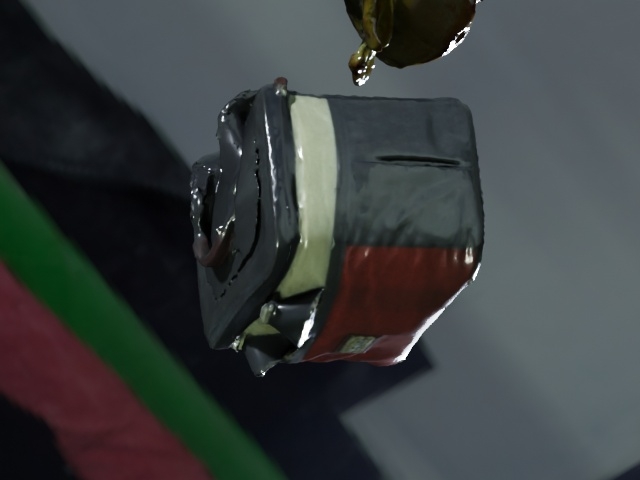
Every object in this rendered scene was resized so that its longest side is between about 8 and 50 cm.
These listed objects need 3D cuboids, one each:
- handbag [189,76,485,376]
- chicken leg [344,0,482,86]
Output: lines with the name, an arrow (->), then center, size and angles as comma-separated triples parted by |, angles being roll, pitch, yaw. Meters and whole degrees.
handbag -> 0.000, 0.000, 1.400 | 0.254, 0.181, 0.181 | 125, 145, -64
chicken leg -> 0.032, -0.315, 1.549 | 0.211, 0.140, 0.361 | -29, -85, -52
